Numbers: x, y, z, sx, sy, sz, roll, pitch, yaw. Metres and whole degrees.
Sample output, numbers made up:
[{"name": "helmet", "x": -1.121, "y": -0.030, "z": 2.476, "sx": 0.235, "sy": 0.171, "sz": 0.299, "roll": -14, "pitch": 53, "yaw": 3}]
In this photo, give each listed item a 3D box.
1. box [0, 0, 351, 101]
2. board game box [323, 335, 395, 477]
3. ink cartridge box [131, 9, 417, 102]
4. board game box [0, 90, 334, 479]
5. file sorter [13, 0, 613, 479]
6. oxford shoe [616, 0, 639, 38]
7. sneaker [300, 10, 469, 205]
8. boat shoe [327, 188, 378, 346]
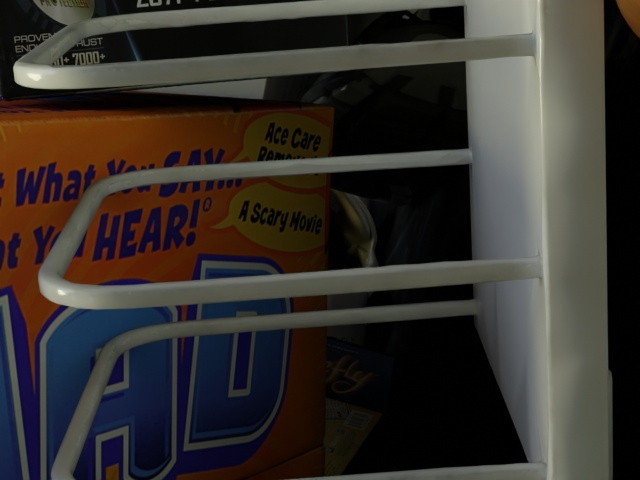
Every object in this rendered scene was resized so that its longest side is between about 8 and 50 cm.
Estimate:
[{"name": "box", "x": -0.065, "y": -0.113, "z": 0.650, "sx": 0.180, "sy": 0.147, "sz": 0.078, "roll": -98, "pitch": 4, "yaw": -81}, {"name": "board game box", "x": -0.064, "y": 0.123, "z": 0.920, "sx": 0.243, "sy": 0.165, "sz": 0.042, "roll": 116, "pitch": 168, "yaw": -56}, {"name": "ink cartridge box", "x": -0.020, "y": -0.251, "z": 0.924, "sx": 0.385, "sy": 0.160, "sz": 0.279, "roll": -52, "pitch": -22, "yaw": -58}, {"name": "board game box", "x": -0.239, "y": 0.106, "z": 0.673, "sx": 0.356, "sy": 0.356, "sz": 0.356, "roll": -11, "pitch": -75, "yaw": -56}, {"name": "file sorter", "x": -0.007, "y": -0.071, "z": 0.468, "sx": 0.193, "sy": 0.173, "sz": 0.278, "roll": -95, "pitch": 2, "yaw": -76}, {"name": "oxford shoe", "x": 0.104, "y": -0.043, "z": 0.295, "sx": 0.212, "sy": 0.076, "sz": 0.076, "roll": -72, "pitch": -22, "yaw": -84}, {"name": "sneaker", "x": 0.042, "y": -0.095, "z": 0.833, "sx": 0.267, "sy": 0.101, "sz": 0.106, "roll": 141, "pitch": 147, "yaw": -79}, {"name": "boat shoe", "x": 0.000, "y": 0.000, "z": 1.011, "sx": 0.277, "sy": 0.098, "sz": 0.096, "roll": -106, "pitch": 31, "yaw": -61}]
